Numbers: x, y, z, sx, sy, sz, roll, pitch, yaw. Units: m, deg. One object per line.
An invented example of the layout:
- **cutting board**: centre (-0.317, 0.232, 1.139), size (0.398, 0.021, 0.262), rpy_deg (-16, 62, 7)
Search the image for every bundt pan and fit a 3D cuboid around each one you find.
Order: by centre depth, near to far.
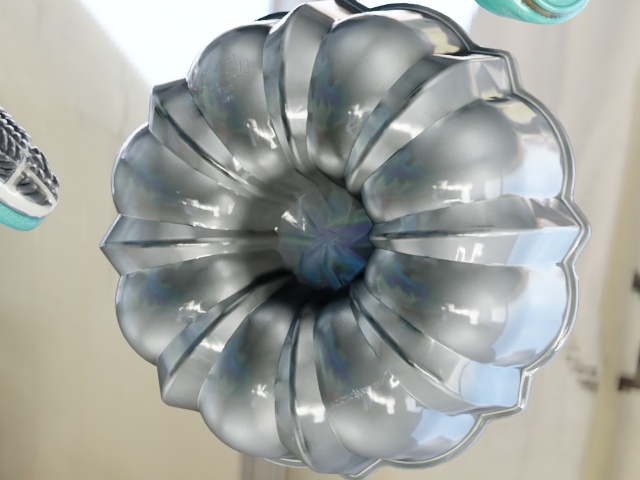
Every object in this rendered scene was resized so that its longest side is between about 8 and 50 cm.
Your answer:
- **bundt pan**: centre (0.000, 0.000, 1.076), size (0.330, 0.331, 0.124), rpy_deg (14, -174, 19)

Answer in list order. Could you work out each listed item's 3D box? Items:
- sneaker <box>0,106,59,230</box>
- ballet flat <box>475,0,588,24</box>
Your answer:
- **sneaker**: centre (-0.309, -0.068, 1.127), size (0.275, 0.110, 0.107), rpy_deg (23, -160, -4)
- **ballet flat**: centre (0.061, -0.221, 0.959), size (0.083, 0.247, 0.087), rpy_deg (-44, -164, -15)
